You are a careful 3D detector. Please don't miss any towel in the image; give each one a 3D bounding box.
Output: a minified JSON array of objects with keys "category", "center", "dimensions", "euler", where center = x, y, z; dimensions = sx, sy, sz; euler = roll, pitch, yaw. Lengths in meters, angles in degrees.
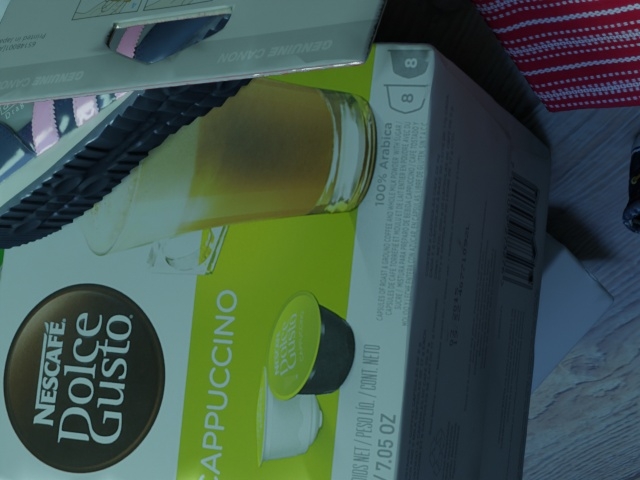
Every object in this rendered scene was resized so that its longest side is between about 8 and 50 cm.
[{"category":"towel","center":[0.198,-0.172,1.061],"dimensions":[0.199,0.031,0.275],"euler":[-1,152,33]}]

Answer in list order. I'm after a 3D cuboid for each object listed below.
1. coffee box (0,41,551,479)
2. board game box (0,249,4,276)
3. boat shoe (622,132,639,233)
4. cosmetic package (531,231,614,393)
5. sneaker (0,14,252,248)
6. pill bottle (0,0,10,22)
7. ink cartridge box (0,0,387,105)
[{"category":"coffee box","center":[-0.029,0.047,1.189],"dimensions":[0.334,0.337,0.338],"euler":[4,173,23]},{"category":"board game box","center":[-0.291,-0.009,1.438],"dimensions":[0.242,0.064,0.316],"euler":[27,-176,-44]},{"category":"boat shoe","center":[0.315,-0.057,1.172],"dimensions":[0.065,0.083,0.183],"euler":[28,153,-26]},{"category":"cosmetic package","center":[0.159,0.099,1.428],"dimensions":[0.085,0.231,0.117],"euler":[41,179,45]},{"category":"sneaker","center":[-0.140,-0.130,1.018],"dimensions":[0.319,0.131,0.112],"euler":[-35,163,13]},{"category":"pill bottle","center":[-0.242,-0.209,1.111],"dimensions":[0.131,0.131,0.229],"euler":[28,153,-27]},{"category":"ink cartridge box","center":[-0.051,-0.182,0.899],"dimensions":[0.296,0.261,0.066],"euler":[-2,150,34]}]
